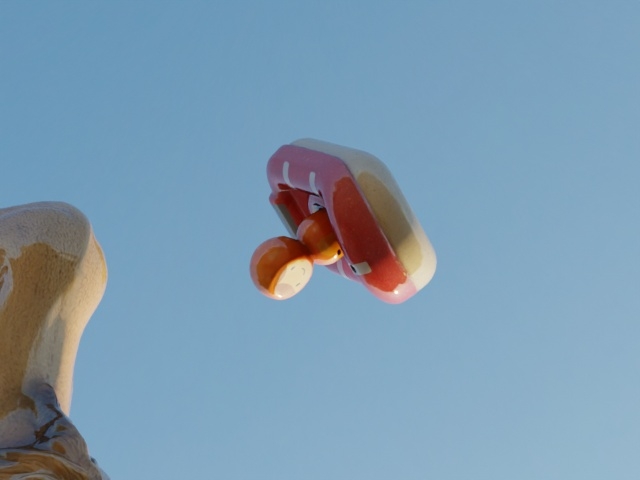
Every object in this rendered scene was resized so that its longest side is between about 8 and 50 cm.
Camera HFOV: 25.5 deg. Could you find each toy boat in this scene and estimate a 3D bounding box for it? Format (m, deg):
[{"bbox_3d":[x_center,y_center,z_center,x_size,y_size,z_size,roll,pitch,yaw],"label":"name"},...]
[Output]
[{"bbox_3d":[0.000,0.000,1.329,0.151,0.231,0.151,-38,-67,-15],"label":"toy boat"}]

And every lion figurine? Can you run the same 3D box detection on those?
[{"bbox_3d":[-0.190,0.090,0.841,0.240,0.392,0.142,-23,-33,28],"label":"lion figurine"}]
